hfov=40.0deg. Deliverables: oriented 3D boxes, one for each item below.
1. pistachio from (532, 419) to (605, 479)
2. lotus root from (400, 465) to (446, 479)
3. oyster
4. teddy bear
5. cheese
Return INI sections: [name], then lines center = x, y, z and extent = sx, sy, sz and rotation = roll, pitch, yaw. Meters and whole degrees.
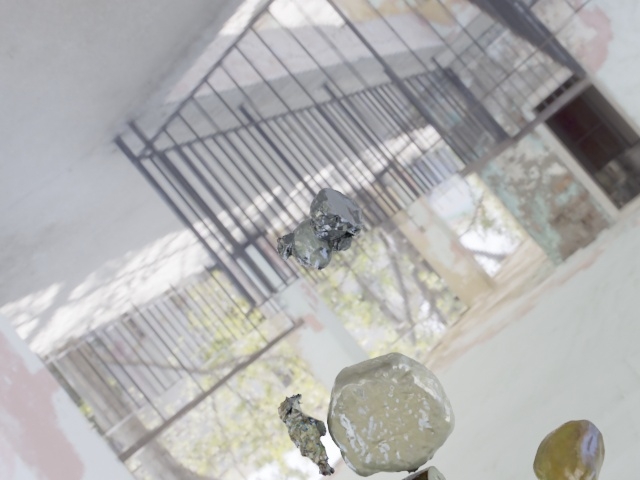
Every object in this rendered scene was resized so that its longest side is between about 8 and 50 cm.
[pistachio]
center = 0.399, 0.366, 1.416
extent = 0.189, 0.110, 0.100
rotation = -56, 163, -53
[lotus root]
center = 0.278, 0.674, 2.165
extent = 0.119, 0.235, 0.138
rotation = -41, 153, 18
[oyster]
center = -0.036, 0.490, 2.226
extent = 0.092, 0.198, 0.259
rotation = -27, 140, -11
[teddy bear]
center = 0.017, -0.008, 2.190
extent = 0.171, 0.144, 0.251
rotation = 1, 140, -33
[cheese]
center = 0.167, 0.444, 2.198
extent = 0.115, 0.318, 0.326
rotation = -55, 168, -69
